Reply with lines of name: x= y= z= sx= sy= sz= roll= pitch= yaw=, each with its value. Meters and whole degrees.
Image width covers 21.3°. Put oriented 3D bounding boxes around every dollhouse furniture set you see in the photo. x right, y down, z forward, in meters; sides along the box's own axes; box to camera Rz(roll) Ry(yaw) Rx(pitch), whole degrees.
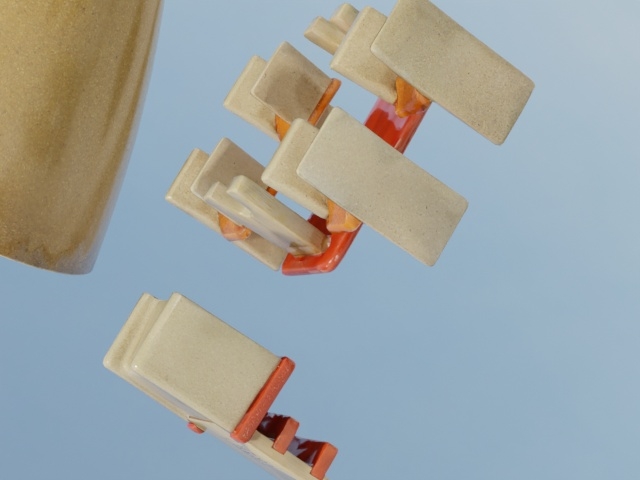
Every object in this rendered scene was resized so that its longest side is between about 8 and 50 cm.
dollhouse furniture set: x=0.000 y=0.000 z=0.990 sx=0.135 sy=0.259 sz=0.262 roll=34 pitch=167 yaw=-16

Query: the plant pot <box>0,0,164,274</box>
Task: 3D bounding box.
plant pot: x=-0.223 y=-0.139 z=1.304 sx=0.237 sy=0.254 sz=0.237 roll=29 pitch=-172 yaw=-4
